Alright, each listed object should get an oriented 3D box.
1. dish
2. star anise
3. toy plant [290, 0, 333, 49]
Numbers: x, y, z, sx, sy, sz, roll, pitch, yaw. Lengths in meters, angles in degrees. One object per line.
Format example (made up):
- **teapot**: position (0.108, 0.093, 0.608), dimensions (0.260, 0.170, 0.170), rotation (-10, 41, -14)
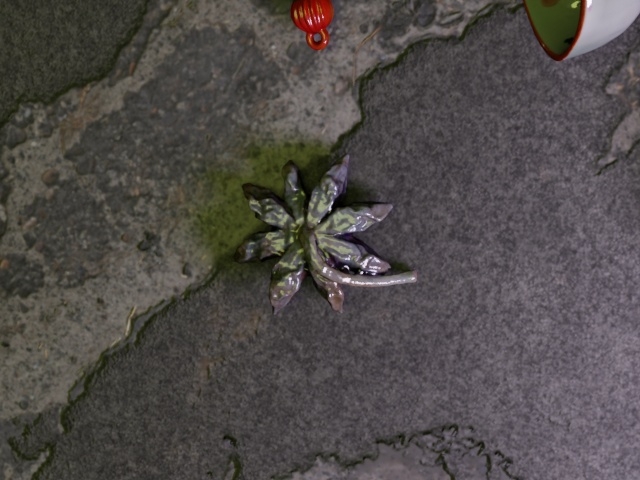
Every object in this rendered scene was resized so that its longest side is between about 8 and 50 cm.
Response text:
- **dish**: position (0.311, -0.342, 1.751), dimensions (0.117, 0.256, 0.256), rotation (-13, 94, -9)
- **star anise**: position (0.000, -0.001, 1.930), dimensions (0.262, 0.081, 0.230), rotation (28, 91, 10)
- **toy plant**: position (-0.040, -0.372, 1.892), dimensions (0.154, 0.088, 0.240), rotation (18, 111, 21)
